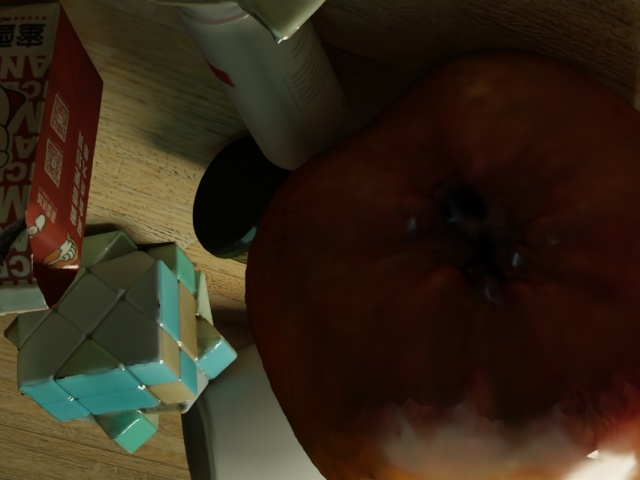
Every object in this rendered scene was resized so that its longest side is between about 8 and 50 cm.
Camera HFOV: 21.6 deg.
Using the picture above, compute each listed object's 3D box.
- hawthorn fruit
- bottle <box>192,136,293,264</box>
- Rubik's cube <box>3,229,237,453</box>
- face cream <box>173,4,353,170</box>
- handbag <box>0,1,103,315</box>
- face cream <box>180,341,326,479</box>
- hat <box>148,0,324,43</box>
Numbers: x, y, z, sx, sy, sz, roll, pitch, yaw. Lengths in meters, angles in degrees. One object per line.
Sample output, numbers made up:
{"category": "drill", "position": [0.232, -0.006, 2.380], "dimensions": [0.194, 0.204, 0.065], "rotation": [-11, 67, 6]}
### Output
{"category": "hawthorn fruit", "position": [0.162, 0.060, 1.555], "dimensions": [0.471, 0.472, 0.472], "rotation": [3, 154, 1]}
{"category": "bottle", "position": [0.000, 0.000, 1.770], "dimensions": [0.271, 0.143, 0.156], "rotation": [24, 147, -38]}
{"category": "Rubik's cube", "position": [-0.244, 0.123, 1.966], "dimensions": [0.265, 0.224, 0.213], "rotation": [-9, 153, 13]}
{"category": "face cream", "position": [-0.058, -0.181, 1.458], "dimensions": [0.102, 0.102, 0.345], "rotation": [-4, 152, 15]}
{"category": "handbag", "position": [-0.305, -0.057, 1.515], "dimensions": [0.171, 0.298, 0.151], "rotation": [-2, 154, 11]}
{"category": "face cream", "position": [0.020, 0.233, 2.076], "dimensions": [0.357, 0.312, 0.219], "rotation": [-5, 119, -15]}
{"category": "hat", "position": [-0.102, -0.295, 1.220], "dimensions": [0.301, 0.168, 0.258], "rotation": [10, 141, 47]}
